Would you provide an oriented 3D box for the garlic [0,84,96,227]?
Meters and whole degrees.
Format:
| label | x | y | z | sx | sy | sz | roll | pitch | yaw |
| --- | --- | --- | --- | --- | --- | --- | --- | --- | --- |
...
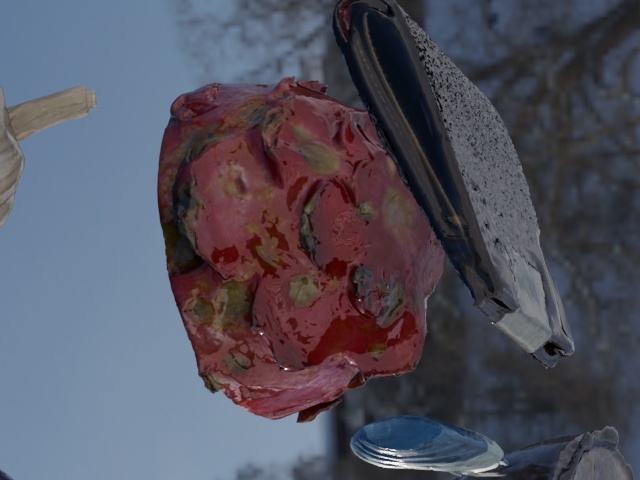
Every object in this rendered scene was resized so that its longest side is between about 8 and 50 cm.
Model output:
| label | x | y | z | sx | sy | sz | roll | pitch | yaw |
| --- | --- | --- | --- | --- | --- | --- | --- | --- | --- |
| garlic | -0.310 | -0.108 | 1.652 | 0.199 | 0.226 | 0.199 | 39 | 143 | 38 |

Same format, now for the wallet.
| label | x | y | z | sx | sy | sz | roll | pitch | yaw |
| --- | --- | --- | --- | --- | --- | --- | --- | --- | --- |
| wallet | 0.108 | -0.044 | 1.355 | 0.221 | 0.071 | 0.262 | 40 | -154 | -64 |

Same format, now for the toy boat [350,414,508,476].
| label | x | y | z | sx | sy | sz | roll | pitch | yaw |
| --- | --- | --- | --- | --- | --- | --- | --- | --- | --- |
| toy boat | 0.091 | 0.152 | 1.244 | 0.149 | 0.105 | 0.034 | 26 | -114 | -37 |

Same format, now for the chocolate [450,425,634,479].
| label | x | y | z | sx | sy | sz | roll | pitch | yaw |
| --- | --- | --- | --- | --- | --- | --- | --- | --- | --- |
| chocolate | 0.203 | 0.348 | 1.875 | 0.303 | 0.213 | 0.303 | 21 | -114 | -62 |

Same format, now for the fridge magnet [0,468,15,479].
| label | x | y | z | sx | sy | sz | roll | pitch | yaw |
| --- | --- | --- | --- | --- | --- | --- | --- | --- | --- |
| fridge magnet | -0.313 | 0.257 | 1.612 | 0.113 | 0.265 | 0.265 | -52 | -30 | -23 |

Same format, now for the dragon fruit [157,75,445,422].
| label | x | y | z | sx | sy | sz | roll | pitch | yaw |
| --- | --- | --- | --- | --- | --- | --- | --- | --- | --- |
| dragon fruit | 0.000 | 0.000 | 1.879 | 0.371 | 0.249 | 0.386 | -64 | -44 | -57 |
